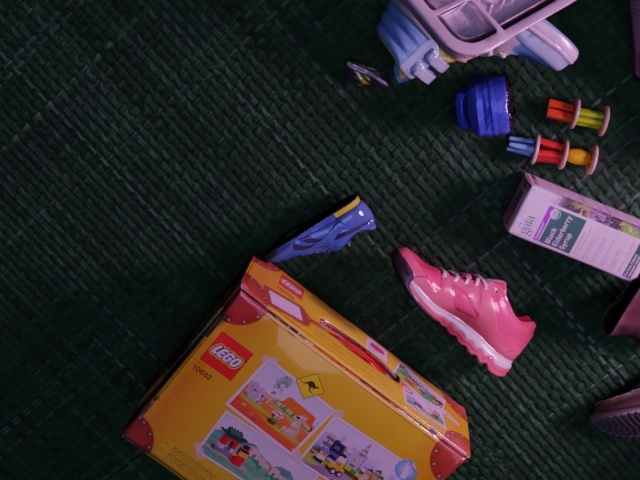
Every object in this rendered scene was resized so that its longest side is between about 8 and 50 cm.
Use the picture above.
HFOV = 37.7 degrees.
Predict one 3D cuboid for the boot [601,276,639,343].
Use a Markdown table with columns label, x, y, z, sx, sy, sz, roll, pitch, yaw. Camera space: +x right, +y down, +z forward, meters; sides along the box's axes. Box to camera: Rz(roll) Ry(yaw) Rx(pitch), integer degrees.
| label | x | y | z | sx | sy | sz | roll | pitch | yaw |
| --- | --- | --- | --- | --- | --- | --- | --- | --- | --- |
| boot | 0.613 | 0.085 | 1.587 | 0.207 | 0.090 | 0.248 | 13 | 120 | -34 |

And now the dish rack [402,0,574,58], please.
| label | x | y | z | sx | sy | sz | roll | pitch | yaw |
| --- | --- | --- | --- | --- | --- | --- | --- | --- | --- |
| dish rack | 0.244 | -0.424 | 1.409 | 0.333 | 0.072 | 0.285 | -32 | 76 | -18 |

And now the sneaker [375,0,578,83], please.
| label | x | y | z | sx | sy | sz | roll | pitch | yaw |
| --- | --- | --- | --- | --- | --- | --- | --- | --- | --- |
| sneaker | 0.236 | -0.313 | 1.517 | 0.319 | 0.127 | 0.208 | 32 | 106 | 4 |

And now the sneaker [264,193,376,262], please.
| label | x | y | z | sx | sy | sz | roll | pitch | yaw |
| --- | --- | --- | --- | --- | --- | --- | --- | --- | --- |
| sneaker | 0.000 | 0.000 | 1.665 | 0.209 | 0.069 | 0.082 | -29 | 107 | 13 |

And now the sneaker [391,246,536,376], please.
| label | x | y | z | sx | sy | sz | roll | pitch | yaw |
| --- | --- | --- | --- | --- | --- | --- | --- | --- | --- |
| sneaker | 0.256 | 0.098 | 1.668 | 0.314 | 0.116 | 0.136 | 43 | 96 | -16 |

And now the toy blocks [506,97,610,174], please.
| label | x | y | z | sx | sy | sz | roll | pitch | yaw |
| --- | --- | --- | --- | --- | --- | --- | --- | --- | --- |
| toy blocks | 0.398 | -0.183 | 1.579 | 0.148 | 0.054 | 0.123 | 11 | 109 | 2 |

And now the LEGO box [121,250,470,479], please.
| label | x | y | z | sx | sy | sz | roll | pitch | yaw |
| --- | --- | --- | --- | --- | --- | --- | --- | --- | --- |
| LEGO box | -0.042 | 0.328 | 1.708 | 0.500 | 0.193 | 0.372 | 38 | 107 | -7 |

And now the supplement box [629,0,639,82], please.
| label | x | y | z | sx | sy | sz | roll | pitch | yaw |
| --- | --- | --- | --- | --- | --- | --- | --- | --- | --- |
| supplement box | 0.554 | -0.363 | 1.477 | 0.114 | 0.111 | 0.220 | -8 | 107 | 7 |

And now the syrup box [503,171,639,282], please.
| label | x | y | z | sx | sy | sz | roll | pitch | yaw |
| --- | --- | --- | --- | --- | --- | --- | --- | --- | --- |
| syrup box | 0.441 | -0.023 | 1.605 | 0.237 | 0.096 | 0.093 | 22 | 109 | -3 |

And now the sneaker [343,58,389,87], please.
| label | x | y | z | sx | sy | sz | roll | pitch | yaw |
| --- | --- | --- | --- | --- | --- | --- | --- | --- | --- |
| sneaker | 0.078 | -0.277 | 1.592 | 0.083 | 0.031 | 0.035 | 28 | 122 | 0 |

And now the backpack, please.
| label | x | y | z | sx | sy | sz | roll | pitch | yaw |
| --- | --- | --- | --- | --- | --- | --- | --- | --- | --- |
| backpack | 0.272 | -0.216 | 1.544 | 0.101 | 0.120 | 0.098 | -12 | 107 | 9 |

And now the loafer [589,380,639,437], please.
| label | x | y | z | sx | sy | sz | roll | pitch | yaw |
| --- | --- | --- | --- | --- | --- | --- | --- | --- | --- |
| loafer | 0.613 | 0.288 | 1.707 | 0.251 | 0.087 | 0.094 | -19 | 132 | 22 |
